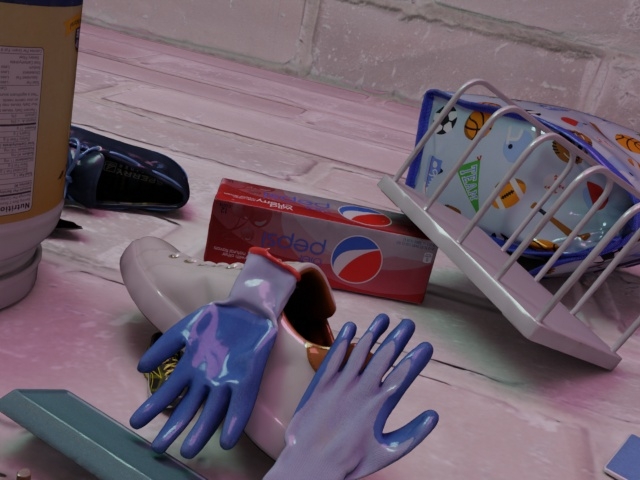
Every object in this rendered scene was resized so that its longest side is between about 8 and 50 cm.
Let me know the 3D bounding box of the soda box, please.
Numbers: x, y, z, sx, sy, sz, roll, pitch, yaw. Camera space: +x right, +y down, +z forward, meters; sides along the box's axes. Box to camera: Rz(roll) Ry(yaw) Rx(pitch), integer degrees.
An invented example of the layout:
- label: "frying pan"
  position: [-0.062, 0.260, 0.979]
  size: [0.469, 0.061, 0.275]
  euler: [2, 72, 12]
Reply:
- label: "soda box"
  position: [0.000, 0.000, 0.882]
  size: [0.263, 0.084, 0.092]
  euler: [11, 20, -5]

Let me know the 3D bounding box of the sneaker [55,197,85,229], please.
- label: "sneaker"
  position: [-0.354, -0.040, 0.816]
  size: [0.170, 0.051, 0.089]
  euler: [4, 17, -32]

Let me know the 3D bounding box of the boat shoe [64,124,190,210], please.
- label: "boat shoe"
  position: [-0.284, -0.091, 0.924]
  size: [0.258, 0.109, 0.089]
  euler: [1, 26, -25]

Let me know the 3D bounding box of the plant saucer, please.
- label: "plant saucer"
  position: [-0.119, 0.142, 0.473]
  size: [0.192, 0.018, 0.067]
  euler: [25, -2, 23]

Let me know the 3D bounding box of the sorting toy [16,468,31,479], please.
- label: "sorting toy"
  position: [-0.177, 0.168, 0.370]
  size: [0.274, 0.046, 0.132]
  euler: [2, 22, -30]

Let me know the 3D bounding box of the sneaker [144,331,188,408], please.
- label: "sneaker"
  position: [-0.125, 0.103, 0.594]
  size: [0.031, 0.035, 0.083]
  euler: [-1, 24, -31]

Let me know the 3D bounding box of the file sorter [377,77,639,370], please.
- label: "file sorter"
  position: [0.240, -0.025, 0.823]
  size: [0.192, 0.173, 0.278]
  euler: [21, 22, -43]

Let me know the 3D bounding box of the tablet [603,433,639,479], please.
- label: "tablet"
  position: [0.282, 0.196, 0.641]
  size: [0.054, 0.006, 0.083]
  euler: [26, 24, 32]

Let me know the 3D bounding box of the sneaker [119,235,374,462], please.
- label: "sneaker"
  position: [-0.058, 0.054, 0.610]
  size: [0.290, 0.123, 0.106]
  euler: [37, 2, 39]

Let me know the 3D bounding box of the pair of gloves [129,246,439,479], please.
- label: "pair of gloves"
  position: [-0.024, 0.094, 0.488]
  size: [0.198, 0.159, 0.023]
  euler: [25, -20, 24]

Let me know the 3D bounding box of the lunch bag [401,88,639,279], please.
- label: "lunch bag"
  position: [0.368, -0.070, 1.090]
  size: [0.327, 0.239, 0.385]
  euler: [-2, 17, -41]

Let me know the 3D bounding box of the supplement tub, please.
- label: "supplement tub"
  position: [-0.332, -0.114, 0.636]
  size: [0.228, 0.316, 0.228]
  euler: [12, 20, -4]
